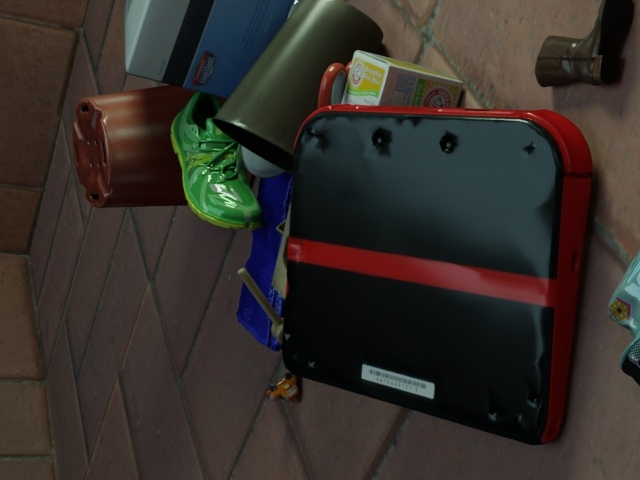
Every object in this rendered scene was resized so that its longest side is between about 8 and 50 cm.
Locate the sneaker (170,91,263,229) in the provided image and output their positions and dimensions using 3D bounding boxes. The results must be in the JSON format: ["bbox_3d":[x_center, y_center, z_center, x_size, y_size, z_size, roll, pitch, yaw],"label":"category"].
[{"bbox_3d":[-0.172,-0.136,1.560,0.295,0.109,0.123,62,140,33],"label":"sneaker"}]

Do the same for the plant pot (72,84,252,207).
[{"bbox_3d":[-0.305,-0.173,1.773,0.272,0.265,0.272,24,118,55],"label":"plant pot"}]

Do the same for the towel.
[{"bbox_3d":[-0.069,0.011,1.539,0.228,0.076,0.308,25,107,61],"label":"towel"}]

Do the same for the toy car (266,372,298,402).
[{"bbox_3d":[-0.042,0.218,1.471,0.040,0.060,0.122,49,144,14],"label":"toy car"}]

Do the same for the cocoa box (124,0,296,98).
[{"bbox_3d":[-0.167,-0.443,1.560,0.231,0.228,0.347,-104,33,-47],"label":"cocoa box"}]

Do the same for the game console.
[{"bbox_3d":[0.111,0.020,1.069,0.387,0.060,0.341,9,99,42],"label":"game console"}]

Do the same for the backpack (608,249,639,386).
[{"bbox_3d":[0.314,0.034,0.673,0.144,0.166,0.188,60,134,36],"label":"backpack"}]

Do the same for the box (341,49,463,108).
[{"bbox_3d":[0.086,-0.127,1.214,0.103,0.114,0.203,43,122,60],"label":"box"}]

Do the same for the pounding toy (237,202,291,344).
[{"bbox_3d":[-0.015,0.060,1.303,0.094,0.181,0.206,41,121,58],"label":"pounding toy"}]

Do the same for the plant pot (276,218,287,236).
[{"bbox_3d":[0.000,0.000,1.389,0.083,0.081,0.081,58,169,-27],"label":"plant pot"}]

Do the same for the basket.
[{"bbox_3d":[-0.018,-0.221,1.343,0.154,0.204,0.226,19,81,53],"label":"basket"}]

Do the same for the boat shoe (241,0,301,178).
[{"bbox_3d":[-0.053,-0.234,1.488,0.105,0.113,0.306,139,144,-75],"label":"boat shoe"}]

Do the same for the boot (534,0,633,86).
[{"bbox_3d":[0.264,-0.210,0.972,0.114,0.037,0.106,-156,76,-67],"label":"boot"}]

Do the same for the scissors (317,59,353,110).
[{"bbox_3d":[0.020,-0.112,1.300,0.021,0.109,0.297,22,128,21],"label":"scissors"}]
